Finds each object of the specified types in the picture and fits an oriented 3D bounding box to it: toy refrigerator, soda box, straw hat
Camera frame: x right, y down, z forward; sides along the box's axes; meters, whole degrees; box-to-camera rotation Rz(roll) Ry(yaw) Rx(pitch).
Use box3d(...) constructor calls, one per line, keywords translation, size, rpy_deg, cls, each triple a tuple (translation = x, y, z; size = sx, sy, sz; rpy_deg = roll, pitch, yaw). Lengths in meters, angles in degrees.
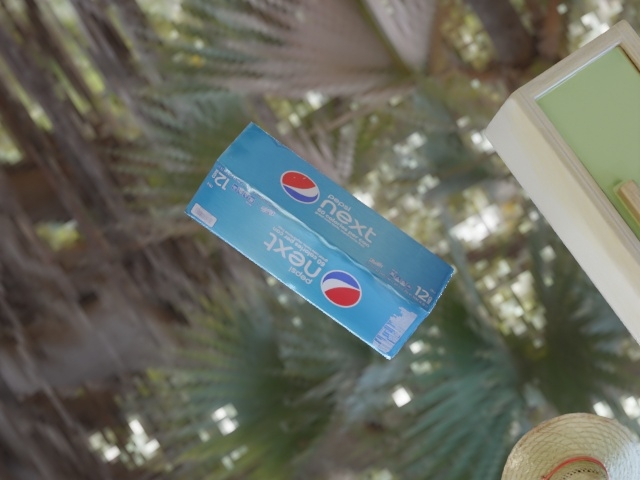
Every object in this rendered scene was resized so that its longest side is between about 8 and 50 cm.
box3d(translation=(0.236, -0.005, 1.156), size=(0.102, 0.269, 0.094), rpy_deg=(-33, 172, -14), cls="toy refrigerator")
box3d(translation=(0.000, 0.000, 1.410), size=(0.067, 0.210, 0.071), rpy_deg=(-54, 180, 38), cls="soda box")
box3d(translation=(0.237, 0.236, 1.583), size=(0.144, 0.144, 0.061), rpy_deg=(-30, -155, 8), cls="straw hat")
